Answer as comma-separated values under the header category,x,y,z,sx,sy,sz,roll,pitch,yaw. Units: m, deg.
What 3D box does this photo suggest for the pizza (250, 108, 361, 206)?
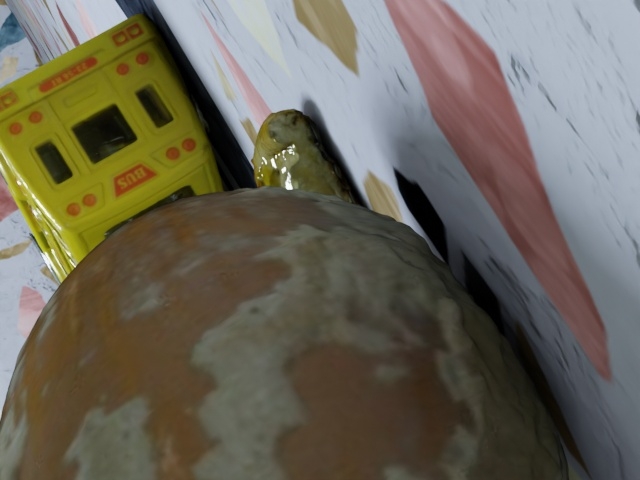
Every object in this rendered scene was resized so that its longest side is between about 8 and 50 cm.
category,x,y,z,sx,sy,sz,roll,pitch,yaw
pizza,-0.001,0.000,0.781,0.099,0.036,0.160,57,173,22

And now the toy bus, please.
category,x,y,z,sx,sy,sz,roll,pitch,yaw
toy bus,-0.134,-0.020,1.214,0.152,0.144,0.330,56,171,20

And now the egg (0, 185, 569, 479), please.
category,x,y,z,sx,sy,sz,roll,pitch,yaw
egg,-0.019,0.087,0.595,0.203,0.203,0.245,68,179,-50
